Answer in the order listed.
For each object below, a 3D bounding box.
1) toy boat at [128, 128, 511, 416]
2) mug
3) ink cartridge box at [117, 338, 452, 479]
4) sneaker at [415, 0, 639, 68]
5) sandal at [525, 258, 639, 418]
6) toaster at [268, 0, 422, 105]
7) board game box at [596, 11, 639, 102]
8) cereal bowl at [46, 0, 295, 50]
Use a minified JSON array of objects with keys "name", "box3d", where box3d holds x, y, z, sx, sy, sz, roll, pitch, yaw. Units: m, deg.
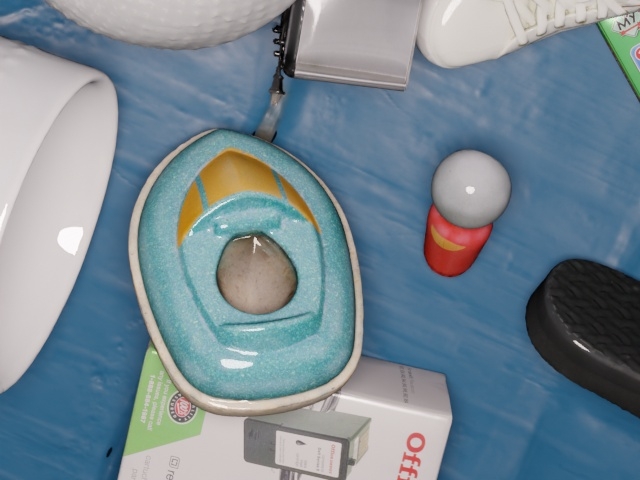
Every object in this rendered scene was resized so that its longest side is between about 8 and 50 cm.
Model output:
[{"name":"toy boat","box3d":[0.000,0.000,1.541,0.318,0.148,0.267,-12,63,-14]},{"name":"mug","box3d":[-0.383,-0.012,1.485,0.328,0.276,0.374,19,85,7]},{"name":"ink cartridge box","box3d":[-0.036,0.196,1.636,0.273,0.115,0.198,13,104,-3]},{"name":"sneaker","box3d":[0.213,-0.220,1.489,0.290,0.123,0.106,-31,126,-3]},{"name":"sandal","box3d":[0.372,0.167,1.626,0.446,0.167,0.107,31,128,0]},{"name":"toaster","box3d":[0.023,-0.207,1.502,0.110,0.168,0.185,9,104,-3]},{"name":"board game box","box3d":[0.416,-0.187,1.568,0.317,0.046,0.213,-29,102,8]},{"name":"cereal bowl","box3d":[-0.142,-0.315,1.408,0.339,0.141,0.338,3,96,34]}]
